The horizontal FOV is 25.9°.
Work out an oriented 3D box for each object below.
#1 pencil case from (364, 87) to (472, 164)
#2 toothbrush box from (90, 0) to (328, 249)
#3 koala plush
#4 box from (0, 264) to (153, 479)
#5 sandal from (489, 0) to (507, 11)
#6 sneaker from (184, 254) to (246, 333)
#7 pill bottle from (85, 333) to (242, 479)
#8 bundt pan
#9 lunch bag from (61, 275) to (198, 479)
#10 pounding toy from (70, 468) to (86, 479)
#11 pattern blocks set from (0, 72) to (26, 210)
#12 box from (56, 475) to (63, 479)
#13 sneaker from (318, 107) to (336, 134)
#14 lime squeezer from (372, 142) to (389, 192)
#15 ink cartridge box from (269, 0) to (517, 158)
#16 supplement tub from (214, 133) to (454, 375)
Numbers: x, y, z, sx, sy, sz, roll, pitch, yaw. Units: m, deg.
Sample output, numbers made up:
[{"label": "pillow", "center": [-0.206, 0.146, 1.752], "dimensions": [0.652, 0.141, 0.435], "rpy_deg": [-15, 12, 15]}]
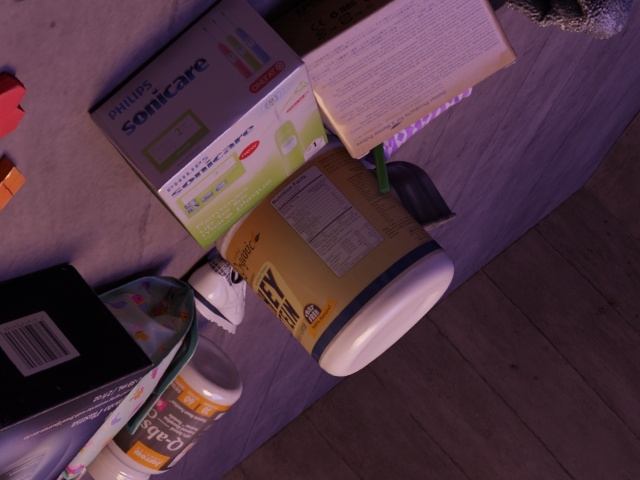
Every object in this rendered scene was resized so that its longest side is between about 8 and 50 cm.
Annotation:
[{"label": "pencil case", "center": [0.141, -0.202, 2.147], "dimensions": [0.206, 0.086, 0.088], "rpy_deg": [-38, 138, -15]}, {"label": "toothbrush box", "center": [-0.115, -0.125, 1.567], "dimensions": [0.206, 0.122, 0.283], "rpy_deg": [-41, 166, -5]}, {"label": "koala plush", "center": [0.379, -0.421, 1.973], "dimensions": [0.196, 0.203, 0.221], "rpy_deg": [-32, 151, -41]}, {"label": "box", "center": [-0.407, 0.212, 1.664], "dimensions": [0.294, 0.183, 0.296], "rpy_deg": [-48, 166, 28]}, {"label": "sandal", "center": [0.235, -0.414, 1.567], "dimensions": [0.167, 0.107, 0.446], "rpy_deg": [-50, 158, -16]}, {"label": "sneaker", "center": [-0.152, 0.083, 2.226], "dimensions": [0.095, 0.090, 0.235], "rpy_deg": [-52, 169, -3]}, {"label": "pill bottle", "center": [-0.275, 0.296, 2.365], "dimensions": [0.278, 0.162, 0.162], "rpy_deg": [-47, 166, 17]}, {"label": "bundt pan", "center": [0.039, -0.027, 2.192], "dimensions": [0.331, 0.124, 0.331], "rpy_deg": [-24, 177, -1]}, {"label": "lunch bag", "center": [-0.290, 0.175, 1.949], "dimensions": [0.223, 0.160, 0.262], "rpy_deg": [-53, 175, 27]}, {"label": "pounding toy", "center": [-0.512, 0.496, 2.507], "dimensions": [0.183, 0.110, 0.237], "rpy_deg": [-57, -166, 12]}, {"label": "pattern blocks set", "center": [-0.396, -0.008, 1.323], "dimensions": [0.285, 0.026, 0.325], "rpy_deg": [-35, 165, -30]}, {"label": "box", "center": [-0.487, 0.371, 2.142], "dimensions": [0.290, 0.087, 0.169], "rpy_deg": [-44, 167, 9]}, {"label": "sneaker", "center": [0.119, -0.259, 1.783], "dimensions": [0.330, 0.146, 0.122], "rpy_deg": [-49, 164, 20]}, {"label": "lime squeezer", "center": [0.068, -0.186, 1.902], "dimensions": [0.310, 0.059, 0.110], "rpy_deg": [-90, -175, -58]}, {"label": "ink cartridge box", "center": [0.088, -0.233, 1.634], "dimensions": [0.234, 0.088, 0.193], "rpy_deg": [-32, 139, 4]}, {"label": "supplement tub", "center": [0.000, 0.000, 1.868], "dimensions": [0.228, 0.316, 0.228], "rpy_deg": [-40, 167, -11]}]
